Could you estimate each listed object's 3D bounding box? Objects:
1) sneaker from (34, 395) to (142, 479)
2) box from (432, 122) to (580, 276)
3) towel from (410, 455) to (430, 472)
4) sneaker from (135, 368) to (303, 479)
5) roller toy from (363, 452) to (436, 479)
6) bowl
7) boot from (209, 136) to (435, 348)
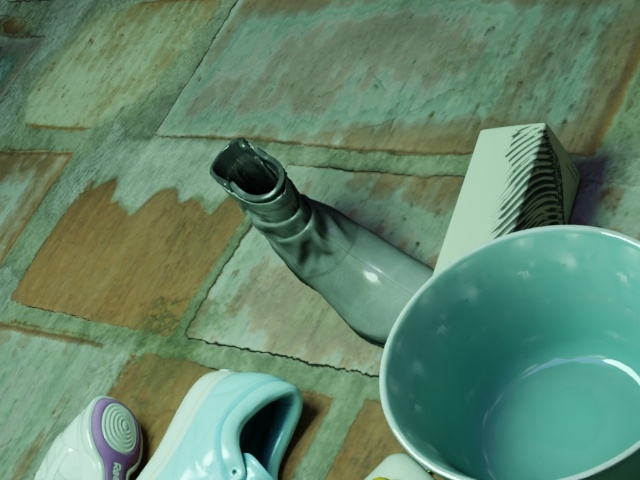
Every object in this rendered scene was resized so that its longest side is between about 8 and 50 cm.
[{"bbox_3d":[-0.301,0.346,1.723,0.152,0.114,0.305,-35,33,32],"label":"sneaker"},{"bbox_3d":[0.208,0.006,1.578,0.094,0.113,0.275,-4,54,37],"label":"box"},{"bbox_3d":[0.122,0.221,1.532,0.060,0.009,0.083,-32,40,15],"label":"towel"},{"bbox_3d":[-0.125,0.301,1.572,0.150,0.135,0.365,-8,51,40],"label":"sneaker"},{"bbox_3d":[0.101,0.303,1.324,0.146,0.209,0.191,-46,6,-4],"label":"roller toy"},{"bbox_3d":[0.229,0.152,1.357,0.312,0.163,0.311,-14,45,15],"label":"bowl"},{"bbox_3d":[0.000,0.000,1.669,0.338,0.222,0.118,23,71,49],"label":"boot"}]
